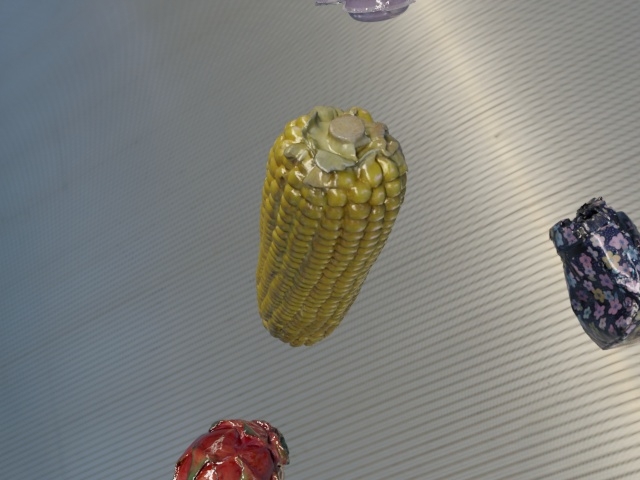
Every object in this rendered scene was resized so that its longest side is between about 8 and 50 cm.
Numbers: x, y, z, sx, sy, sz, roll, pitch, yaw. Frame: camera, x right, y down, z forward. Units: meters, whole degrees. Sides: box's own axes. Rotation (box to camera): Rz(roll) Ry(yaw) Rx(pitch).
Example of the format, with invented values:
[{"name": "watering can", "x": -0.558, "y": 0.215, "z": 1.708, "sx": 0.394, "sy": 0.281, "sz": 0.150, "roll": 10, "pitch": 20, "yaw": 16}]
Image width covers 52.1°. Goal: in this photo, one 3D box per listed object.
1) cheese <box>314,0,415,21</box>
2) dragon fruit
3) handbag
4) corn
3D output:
[{"name": "cheese", "x": 0.072, "y": -0.360, "z": 0.978, "sx": 0.105, "sy": 0.042, "sz": 0.191, "roll": -23, "pitch": 33, "yaw": -16}, {"name": "dragon fruit", "x": -0.159, "y": 0.416, "z": 1.104, "sx": 0.192, "sy": 0.193, "sz": 0.274, "roll": -21, "pitch": 22, "yaw": 53}, {"name": "handbag", "x": 0.410, "y": 0.046, "z": 0.933, "sx": 0.127, "sy": 0.228, "sz": 0.207, "roll": -21, "pitch": 73, "yaw": 8}, {"name": "corn", "x": 0.000, "y": 0.000, "z": 0.724, "sx": 0.144, "sy": 0.387, "sz": 0.143, "roll": 3, "pitch": 60, "yaw": -5}]
